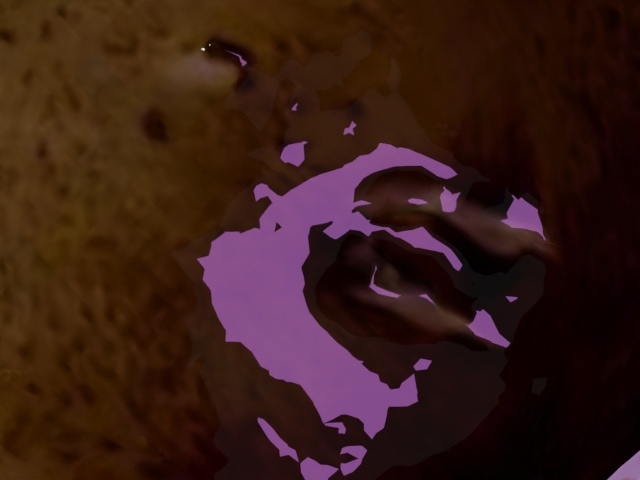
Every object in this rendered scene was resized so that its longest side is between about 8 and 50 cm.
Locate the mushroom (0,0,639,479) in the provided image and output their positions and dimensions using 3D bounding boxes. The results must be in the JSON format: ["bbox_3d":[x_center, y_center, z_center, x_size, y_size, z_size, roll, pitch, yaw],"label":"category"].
[{"bbox_3d":[0.013,-0.015,0.572,0.334,0.356,0.331,45,101,8],"label":"mushroom"}]
